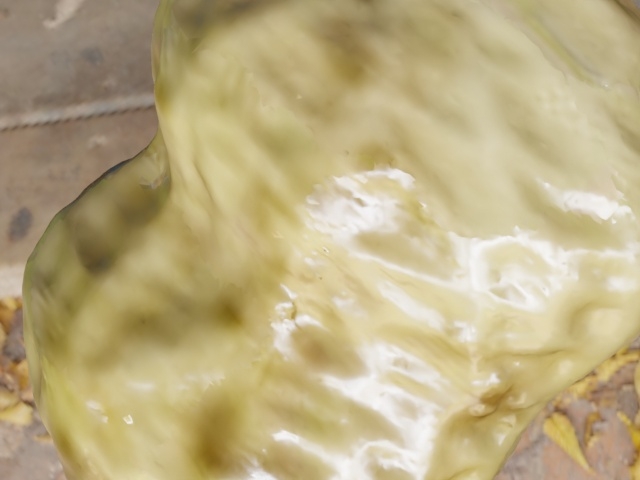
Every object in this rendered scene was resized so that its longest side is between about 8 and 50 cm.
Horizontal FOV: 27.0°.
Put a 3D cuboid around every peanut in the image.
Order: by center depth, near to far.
[{"bbox_3d":[0.000,0.000,0.417,0.197,0.110,0.233,46,113,32],"label":"peanut"}]
